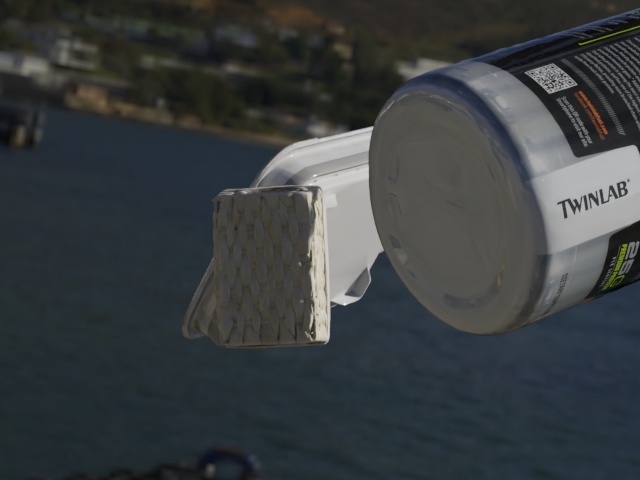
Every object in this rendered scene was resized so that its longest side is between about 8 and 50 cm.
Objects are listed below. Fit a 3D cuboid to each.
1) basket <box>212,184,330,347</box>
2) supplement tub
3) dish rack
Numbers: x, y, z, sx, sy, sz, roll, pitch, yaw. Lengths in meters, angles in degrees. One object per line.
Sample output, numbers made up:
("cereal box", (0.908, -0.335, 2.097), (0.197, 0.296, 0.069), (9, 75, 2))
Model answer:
("basket", (-0.050, 0.028, 1.860), (0.113, 0.167, 0.103), (-3, 1, 3))
("supplement tub", (0.208, -0.063, 1.350), (0.316, 0.194, 0.193), (-19, 19, -31))
("dish rack", (0.000, 0.000, 2.181), (0.072, 0.285, 0.333), (39, 29, 21))
